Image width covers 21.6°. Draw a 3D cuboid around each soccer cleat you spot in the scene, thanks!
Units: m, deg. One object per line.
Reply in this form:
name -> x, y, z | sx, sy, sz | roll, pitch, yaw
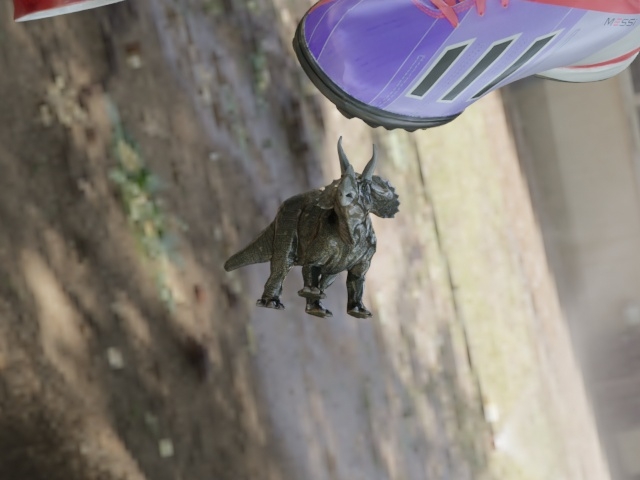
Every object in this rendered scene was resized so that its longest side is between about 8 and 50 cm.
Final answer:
soccer cleat -> 0.117, -0.149, 1.050 | 0.318, 0.116, 0.109 | -14, 67, -42

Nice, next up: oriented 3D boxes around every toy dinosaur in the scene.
toy dinosaur -> 0.000, 0.000, 1.873 | 0.313, 0.121, 0.160 | -16, -122, 64

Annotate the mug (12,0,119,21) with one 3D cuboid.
mug -> -0.237, -0.286, 1.465 | 0.150, 0.113, 0.169 | -44, 123, -79
